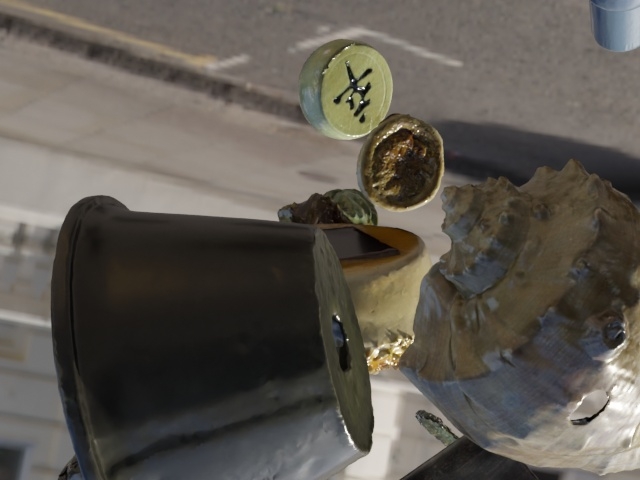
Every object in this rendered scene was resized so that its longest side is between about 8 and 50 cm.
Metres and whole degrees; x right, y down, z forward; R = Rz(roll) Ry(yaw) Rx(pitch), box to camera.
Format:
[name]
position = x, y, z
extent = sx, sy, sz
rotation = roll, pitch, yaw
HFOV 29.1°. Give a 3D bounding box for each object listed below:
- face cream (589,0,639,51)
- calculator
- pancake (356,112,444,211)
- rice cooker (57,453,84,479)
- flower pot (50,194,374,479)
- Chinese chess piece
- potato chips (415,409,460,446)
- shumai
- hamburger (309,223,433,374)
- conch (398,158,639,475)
[face cream]
position = 0.310, -0.331, 1.276
extent = 0.135, 0.086, 0.385
rotation = 44, 170, 28
[calculator]
position = 0.179, 0.371, 1.683
extent = 0.161, 0.261, 0.021
rotation = 51, 160, 25
[pancake]
position = 0.113, -0.105, 1.700
extent = 0.139, 0.139, 0.022
rotation = 13, -177, -21
[rice cooker]
position = -0.246, 0.310, 1.614
extent = 0.203, 0.118, 0.142
rotation = -19, -167, 18
[flower pot]
position = -0.059, 0.085, 0.841
extent = 0.166, 0.269, 0.269
rotation = -11, 171, 7
[Chinese chess piece]
position = 0.048, -0.282, 2.305
extent = 0.188, 0.188, 0.083
rotation = 15, 179, -38
[potato chips]
position = 0.248, 0.346, 2.025
extent = 0.220, 0.029, 0.202
rotation = 35, 167, 12
[shumai]
position = -0.004, 0.004, 1.870
extent = 0.142, 0.184, 0.184
rotation = 22, 169, -31
[hamburger]
position = 0.010, 0.081, 1.551
extent = 0.302, 0.170, 0.302
rotation = -2, -165, 0
[conch]
position = 0.200, 0.090, 1.077
extent = 0.324, 0.263, 0.186
rotation = 51, -157, 5
